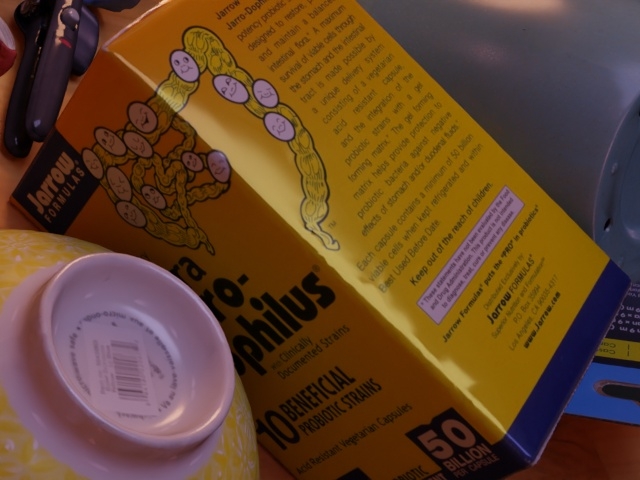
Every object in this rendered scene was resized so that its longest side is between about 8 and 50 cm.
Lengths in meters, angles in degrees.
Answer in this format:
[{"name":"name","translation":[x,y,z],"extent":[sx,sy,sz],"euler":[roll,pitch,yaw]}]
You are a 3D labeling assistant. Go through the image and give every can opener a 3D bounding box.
[{"name":"can opener","translation":[-0.203,-0.138,0.866],"extent":[0.073,0.059,0.186],"euler":[28,39,-25]}]

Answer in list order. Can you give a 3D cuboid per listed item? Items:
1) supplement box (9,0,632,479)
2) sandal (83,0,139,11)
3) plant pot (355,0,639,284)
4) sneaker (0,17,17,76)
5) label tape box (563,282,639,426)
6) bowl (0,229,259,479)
[{"name":"supplement box","translation":[0.000,0.000,0.797],"extent":[0.356,0.194,0.195],"euler":[44,49,-3]},{"name":"sandal","translation":[-0.166,-0.296,1.018],"extent":[0.138,0.126,0.317],"euler":[49,41,-13]},{"name":"plant pot","translation":[0.179,-0.087,0.938],"extent":[0.235,0.293,0.293],"euler":[24,18,39]},{"name":"sneaker","translation":[-0.301,-0.200,0.801],"extent":[0.225,0.088,0.093],"euler":[42,35,-8]},{"name":"label tape box","translation":[0.288,0.089,1.012],"extent":[0.240,0.106,0.334],"euler":[7,35,13]},{"name":"bowl","translation":[-0.136,0.096,0.629],"extent":[0.289,0.156,0.289],"euler":[27,41,-26]}]
